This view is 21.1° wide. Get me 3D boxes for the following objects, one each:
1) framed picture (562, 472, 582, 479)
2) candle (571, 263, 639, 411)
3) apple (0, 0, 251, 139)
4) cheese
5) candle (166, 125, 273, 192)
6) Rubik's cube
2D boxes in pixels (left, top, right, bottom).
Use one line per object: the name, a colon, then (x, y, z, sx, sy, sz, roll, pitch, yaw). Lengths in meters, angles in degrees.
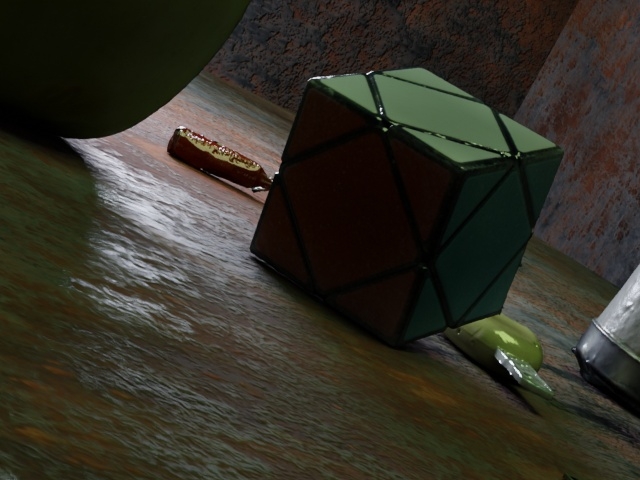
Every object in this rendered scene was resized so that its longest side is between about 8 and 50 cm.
framed picture: (0.253, 0.228, 1.462, 0.089, 0.007, 0.066, 26, 8, -18)
candle: (0.479, 0.077, 2.173, 0.187, 0.330, 0.187, 35, 9, -6)
apple: (-0.276, -0.346, 1.797, 0.473, 0.474, 0.473, 28, 7, -4)
cheese: (0.200, 0.123, 1.846, 0.127, 0.050, 0.255, 28, 8, -16)
candle: (-0.122, -0.094, 2.192, 0.162, 0.048, 0.053, 25, 37, -18)
Rubik's cube: (0.088, -0.040, 1.743, 0.207, 0.205, 0.205, 31, 26, 29)
